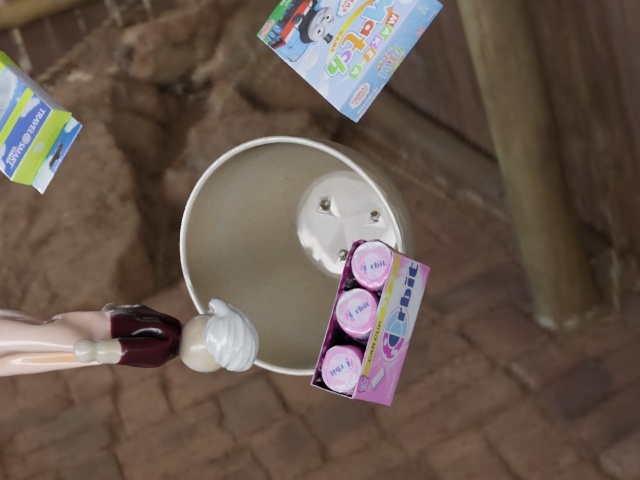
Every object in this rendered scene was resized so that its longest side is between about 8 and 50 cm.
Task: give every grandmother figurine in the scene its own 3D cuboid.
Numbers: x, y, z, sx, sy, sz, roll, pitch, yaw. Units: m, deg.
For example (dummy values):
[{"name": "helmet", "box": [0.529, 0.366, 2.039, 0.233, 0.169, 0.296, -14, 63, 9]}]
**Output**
[{"name": "grandmother figurine", "box": [-0.244, 0.116, 1.722, 0.342, 0.104, 0.208, 2, 22, -1]}]

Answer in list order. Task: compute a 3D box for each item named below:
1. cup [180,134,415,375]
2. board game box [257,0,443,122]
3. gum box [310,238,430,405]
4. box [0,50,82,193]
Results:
[{"name": "cup", "box": [0.000, 0.000, 2.065, 0.331, 0.331, 0.237, -9, 8, 24]}, {"name": "board game box", "box": [0.029, -0.250, 1.662, 0.160, 0.039, 0.211, -53, 42, 9]}, {"name": "gum box", "box": [0.063, 0.096, 1.746, 0.062, 0.188, 0.107, 14, -4, 29]}, {"name": "box", "box": [-0.385, -0.151, 1.823, 0.178, 0.109, 0.042, 41, 16, 30]}]
